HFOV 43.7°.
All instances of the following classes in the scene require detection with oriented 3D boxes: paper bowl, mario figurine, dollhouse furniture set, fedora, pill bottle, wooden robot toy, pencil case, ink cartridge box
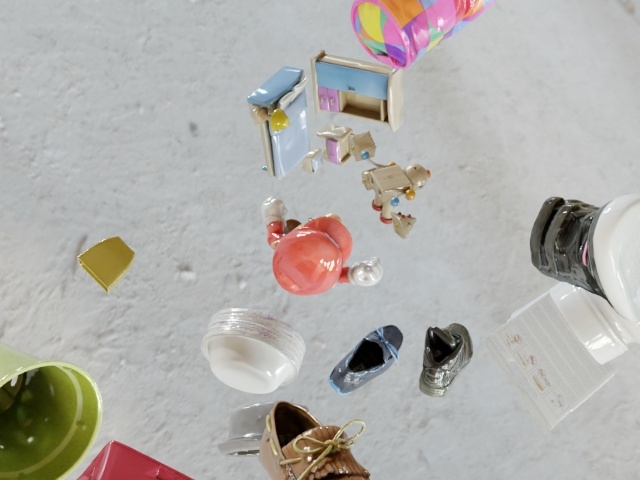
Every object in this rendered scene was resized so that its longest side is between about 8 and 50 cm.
[{"bbox_3d":[-0.195,0.323,2.225,0.284,0.284,0.148,28,55,-16],"label":"paper bowl"},{"bbox_3d":[0.000,0.000,1.400,0.198,0.320,0.170,-4,93,-5],"label":"mario figurine"},{"bbox_3d":[0.016,-0.210,1.645,0.198,0.286,0.303,18,45,27],"label":"dollhouse furniture set"},{"bbox_3d":[-0.115,0.463,1.958,0.276,0.243,0.124,-1,70,-2],"label":"fedora"},{"bbox_3d":[0.495,0.052,1.166,0.161,0.283,0.161,48,17,-20],"label":"pill bottle"},{"bbox_3d":[0.104,-0.076,1.047,0.079,0.076,0.173,-19,51,-10],"label":"wooden robot toy"},{"bbox_3d":[0.147,-0.279,0.888,0.236,0.104,0.104,-35,81,-18],"label":"pencil case"},{"bbox_3d":[0.389,0.209,1.395,0.232,0.066,0.189,-27,77,-33],"label":"ink cartridge box"}]

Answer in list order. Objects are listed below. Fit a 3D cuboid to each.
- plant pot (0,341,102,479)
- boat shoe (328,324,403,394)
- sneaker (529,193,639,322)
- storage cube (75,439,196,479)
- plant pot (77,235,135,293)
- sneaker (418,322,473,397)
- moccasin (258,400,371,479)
[{"bbox_3d":[-0.621,0.325,1.584,0.254,0.276,0.276,20,26,41],"label":"plant pot"},{"bbox_3d":[0.124,0.263,1.798,0.109,0.089,0.258,41,41,7],"label":"boat shoe"},{"bbox_3d":[0.254,0.007,0.753,0.147,0.104,0.296,22,2,32],"label":"sneaker"},{"bbox_3d":[-0.274,0.435,1.109,0.215,0.183,0.193,34,28,-17],"label":"storage cube"},{"bbox_3d":[-0.388,0.038,1.471,0.081,0.081,0.083,46,73,-2],"label":"plant pot"},{"bbox_3d":[0.273,0.217,1.674,0.087,0.130,0.227,18,32,21],"label":"sneaker"},{"bbox_3d":[0.000,0.352,1.278,0.139,0.380,0.146,-1,97,-16],"label":"moccasin"}]
